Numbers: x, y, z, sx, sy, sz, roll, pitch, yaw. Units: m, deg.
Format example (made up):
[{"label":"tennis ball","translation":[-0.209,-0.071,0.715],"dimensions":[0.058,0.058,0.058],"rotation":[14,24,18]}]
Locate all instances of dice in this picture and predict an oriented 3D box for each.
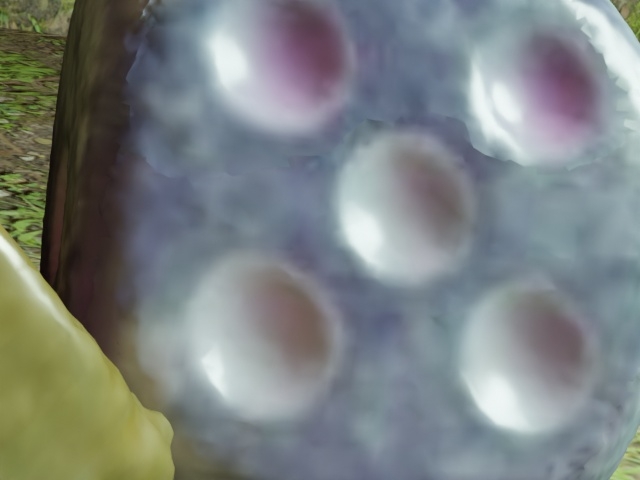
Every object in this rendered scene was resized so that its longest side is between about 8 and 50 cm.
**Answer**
[{"label":"dice","translation":[0.000,0.000,0.647],"dimensions":[0.271,0.270,0.270],"rotation":[6,-8,-16]}]

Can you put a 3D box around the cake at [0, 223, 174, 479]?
[{"label":"cake","translation":[-0.254,0.096,0.372],"dimensions":[0.332,0.332,0.321],"rotation":[23,60,39]}]
